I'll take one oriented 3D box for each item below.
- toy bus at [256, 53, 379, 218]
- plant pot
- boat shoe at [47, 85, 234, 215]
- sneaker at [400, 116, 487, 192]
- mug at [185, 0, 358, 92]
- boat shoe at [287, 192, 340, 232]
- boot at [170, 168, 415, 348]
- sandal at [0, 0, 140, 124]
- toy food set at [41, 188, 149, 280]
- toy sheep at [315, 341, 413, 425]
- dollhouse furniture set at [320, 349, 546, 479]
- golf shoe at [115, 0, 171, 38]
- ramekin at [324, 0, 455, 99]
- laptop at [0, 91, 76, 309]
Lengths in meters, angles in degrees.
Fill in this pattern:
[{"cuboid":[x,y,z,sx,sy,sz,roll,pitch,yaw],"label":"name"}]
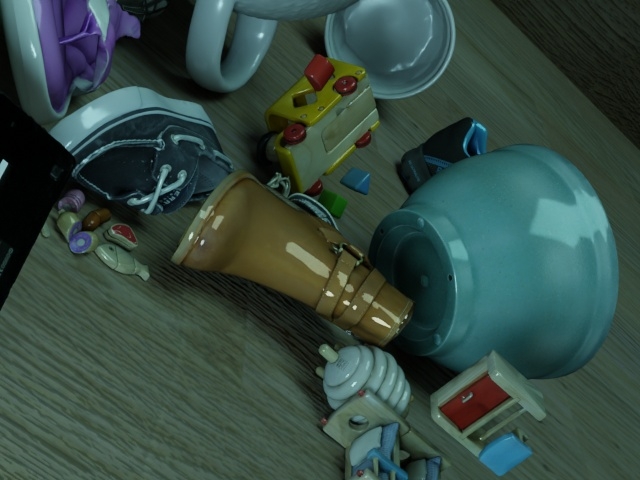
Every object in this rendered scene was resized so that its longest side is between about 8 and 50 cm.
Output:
[{"cuboid":[-0.020,-0.136,1.563,0.104,0.191,0.202,23,10,36],"label":"toy bus"},{"cuboid":[0.180,0.037,1.509,0.196,0.293,0.293,-8,57,-33],"label":"plant pot"},{"cuboid":[-0.167,-0.074,1.227,0.102,0.108,0.301,54,14,9],"label":"boat shoe"},{"cuboid":[0.242,-0.030,1.857,0.125,0.139,0.341,15,42,-57],"label":"sneaker"},{"cuboid":[-0.073,-0.358,1.529,0.276,0.374,0.328,21,15,9],"label":"mug"},{"cuboid":[0.000,0.000,1.488,0.125,0.046,0.038,55,18,-11],"label":"boat shoe"},{"cuboid":[-0.019,0.037,1.278,0.220,0.109,0.283,39,7,11],"label":"boot"},{"cuboid":[-0.215,-0.203,1.126,0.416,0.102,0.169,-119,-162,-77],"label":"sandal"},{"cuboid":[-0.206,-0.013,1.157,0.122,0.019,0.078,24,34,-46],"label":"toy food set"},{"cuboid":[0.043,0.146,1.288,0.132,0.091,0.091,37,26,-27],"label":"toy sheep"},{"cuboid":[0.105,0.196,1.191,0.129,0.183,0.129,41,24,-20],"label":"dollhouse furniture set"},{"cuboid":[-0.231,-0.279,1.474,0.077,0.094,0.198,30,-1,3],"label":"golf shoe"},{"cuboid":[0.110,-0.334,2.014,0.207,0.207,0.109,45,14,-11],"label":"ramekin"},{"cuboid":[-0.317,-0.024,0.782,0.136,0.234,0.264,15,-17,30],"label":"laptop"}]
